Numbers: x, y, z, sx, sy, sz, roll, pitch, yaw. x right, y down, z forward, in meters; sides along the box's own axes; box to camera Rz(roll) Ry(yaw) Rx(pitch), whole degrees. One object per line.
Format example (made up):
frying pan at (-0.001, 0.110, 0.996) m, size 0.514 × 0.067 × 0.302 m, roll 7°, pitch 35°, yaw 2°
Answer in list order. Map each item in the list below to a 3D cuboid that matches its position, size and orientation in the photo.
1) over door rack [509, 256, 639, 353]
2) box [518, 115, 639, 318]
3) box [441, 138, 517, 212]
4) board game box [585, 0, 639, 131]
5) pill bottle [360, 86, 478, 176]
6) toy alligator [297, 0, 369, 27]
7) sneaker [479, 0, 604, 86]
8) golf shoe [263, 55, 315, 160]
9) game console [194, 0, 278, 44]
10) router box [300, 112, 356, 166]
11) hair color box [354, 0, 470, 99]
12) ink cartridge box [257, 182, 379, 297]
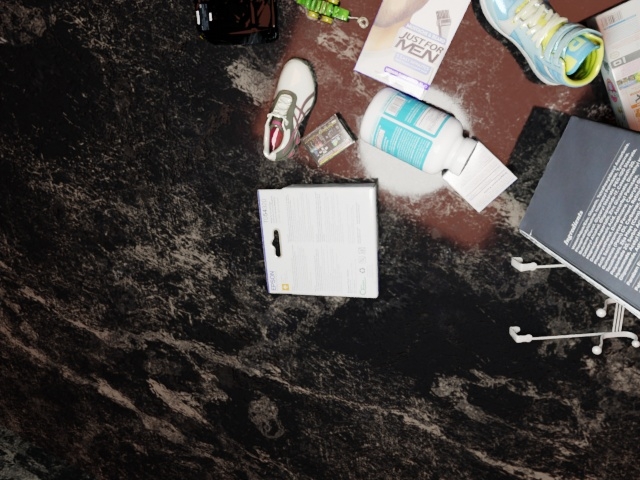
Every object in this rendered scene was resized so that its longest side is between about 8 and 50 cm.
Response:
over door rack at (0.679, 0.172, 1.281) m, size 0.325 × 0.108 × 0.239 m, roll 0°, pitch 108°, yaw 12°
box at (0.757, -0.007, 0.934) m, size 0.481 × 0.471 × 0.297 m, roll 10°, pitch 110°, yaw -17°
box at (0.403, -0.167, 1.240) m, size 0.137 × 0.072 × 0.126 m, roll 43°, pitch 111°, yaw -4°
board game box at (0.759, -0.400, 1.076) m, size 0.224 × 0.097 × 0.303 m, roll -21°, pitch 102°, yaw 18°
pill bottle at (0.240, -0.255, 1.178) m, size 0.264 × 0.146 × 0.146 m, roll 31°, pitch 112°, yaw 14°
toy alligator at (0.028, -0.566, 1.192) m, size 0.190 × 0.051 × 0.056 m, roll 21°, pitch 112°, yaw 4°
sneaker at (0.481, -0.454, 1.025) m, size 0.319 × 0.208 × 0.127 m, roll 38°, pitch 109°, yaw -17°
golf shoe at (-0.084, -0.336, 1.259) m, size 0.105 × 0.120 × 0.272 m, roll 16°, pitch 110°, yaw 8°
game console at (-0.216, -0.682, 1.209) m, size 0.214 × 0.044 × 0.360 m, roll 2°, pitch 109°, yaw 9°
router box at (0.020, -0.270, 1.302) m, size 0.123 × 0.038 × 0.092 m, roll -32°, pitch 99°, yaw 20°
hair color box at (0.233, -0.526, 1.135) m, size 0.185 × 0.110 × 0.338 m, roll 25°, pitch 110°, yaw 3°
ink cartridge box at (0.000, 0.000, 1.383) m, size 0.331 × 0.071 × 0.323 m, roll 2°, pitch 109°, yaw 14°
